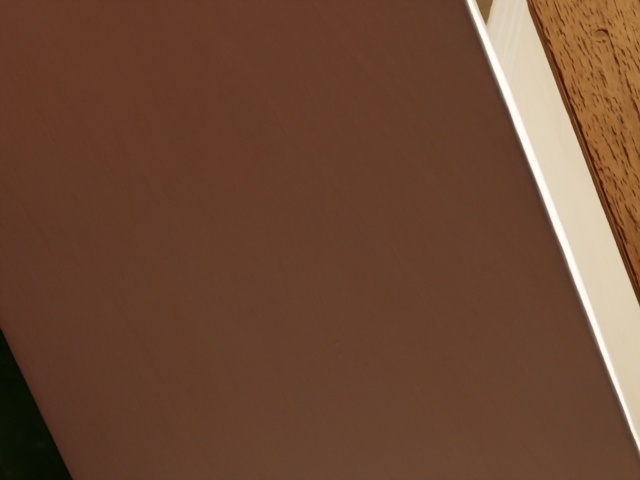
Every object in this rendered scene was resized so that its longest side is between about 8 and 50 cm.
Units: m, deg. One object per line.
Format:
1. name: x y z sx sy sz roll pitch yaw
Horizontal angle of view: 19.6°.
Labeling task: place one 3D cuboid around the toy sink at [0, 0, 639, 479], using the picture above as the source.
1. toy sink: 0.000 0.000 0.541 0.131 0.152 0.234 -66 134 -69

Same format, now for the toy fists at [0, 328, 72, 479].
1. toy fists: -0.129 -0.036 0.613 0.279 0.096 0.142 -87 164 -52
